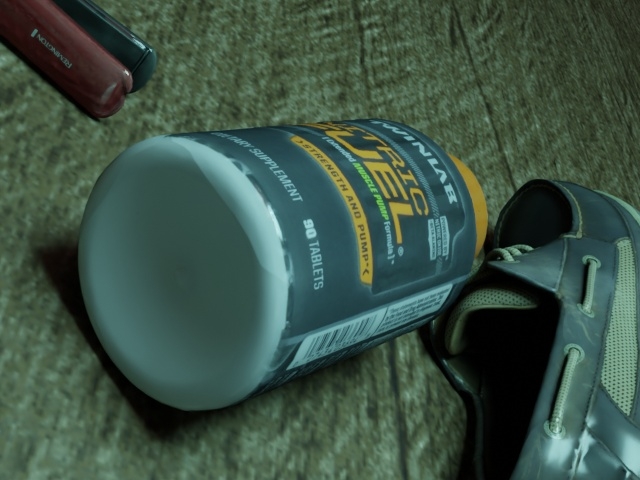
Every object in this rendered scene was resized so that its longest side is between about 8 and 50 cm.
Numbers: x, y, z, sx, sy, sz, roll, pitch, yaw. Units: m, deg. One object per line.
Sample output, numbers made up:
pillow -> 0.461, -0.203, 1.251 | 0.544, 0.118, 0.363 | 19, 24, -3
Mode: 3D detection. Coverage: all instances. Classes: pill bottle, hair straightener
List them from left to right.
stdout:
hair straightener -> -0.196, -0.168, 0.649 | 0.230, 0.047, 0.089 | 36, 31, -4
pill bottle -> 0.000, 0.000, 0.577 | 0.130, 0.130, 0.246 | 53, 32, 15

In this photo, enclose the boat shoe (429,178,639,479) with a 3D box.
boat shoe -> 0.148, 0.052, 0.682 | 0.130, 0.132, 0.355 | 26, 28, -14
